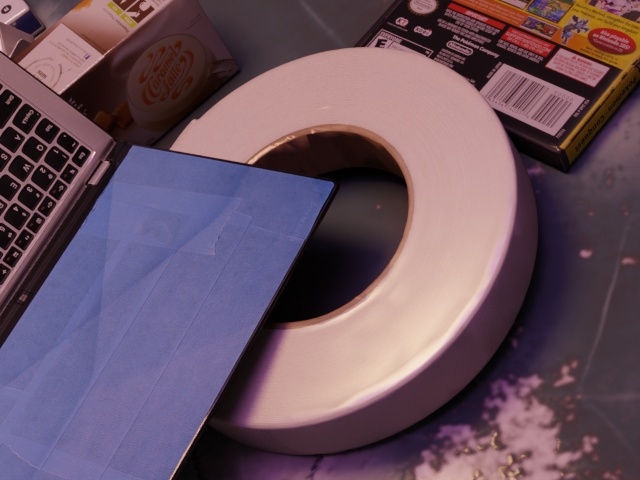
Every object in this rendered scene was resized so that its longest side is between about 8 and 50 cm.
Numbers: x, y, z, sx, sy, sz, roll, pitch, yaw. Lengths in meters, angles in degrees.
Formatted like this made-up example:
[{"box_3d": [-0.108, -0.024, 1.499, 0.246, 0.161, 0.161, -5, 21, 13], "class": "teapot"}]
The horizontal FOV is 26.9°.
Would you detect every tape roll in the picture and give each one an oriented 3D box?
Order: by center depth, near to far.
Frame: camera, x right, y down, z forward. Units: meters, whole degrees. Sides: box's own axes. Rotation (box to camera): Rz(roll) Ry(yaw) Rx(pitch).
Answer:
[{"box_3d": [0.000, 0.000, 1.209, 0.392, 0.072, 0.392, -13, 57, 21], "class": "tape roll"}]

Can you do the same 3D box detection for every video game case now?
[{"box_3d": [0.203, -0.216, 1.312, 0.275, 0.035, 0.248, 31, 74, 37], "class": "video game case"}]

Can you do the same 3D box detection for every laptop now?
[{"box_3d": [-0.272, 0.001, 1.135, 0.236, 0.408, 0.382, -22, 34, 58], "class": "laptop"}]

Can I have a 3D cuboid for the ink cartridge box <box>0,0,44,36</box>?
[{"box_3d": [-0.474, -0.257, 1.630, 0.223, 0.045, 0.224, -40, 51, -5], "class": "ink cartridge box"}]

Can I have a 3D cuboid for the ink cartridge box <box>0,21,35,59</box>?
[{"box_3d": [-0.372, -0.177, 1.482, 0.143, 0.092, 0.090, -16, 84, 13], "class": "ink cartridge box"}]

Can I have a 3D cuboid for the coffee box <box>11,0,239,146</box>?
[{"box_3d": [-0.225, -0.162, 1.395, 0.246, 0.141, 0.098, -41, 52, -7], "class": "coffee box"}]
